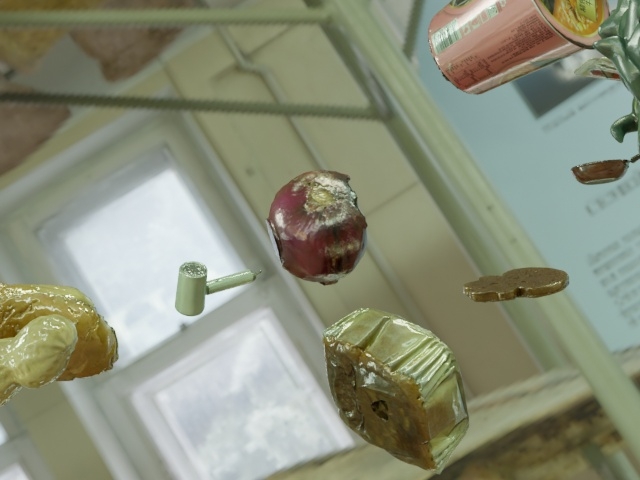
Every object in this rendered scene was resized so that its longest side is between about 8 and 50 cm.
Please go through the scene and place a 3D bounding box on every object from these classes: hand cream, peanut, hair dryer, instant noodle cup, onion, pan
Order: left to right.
[{"bbox_3d":[-0.387,0.158,1.667,0.187,0.082,0.082,-27,-7,17],"label":"peanut"},{"bbox_3d":[-0.124,0.051,1.643,0.124,0.038,0.063,-15,-50,-32],"label":"hair dryer"},{"bbox_3d":[-0.015,0.002,1.925,0.135,0.173,0.198,-9,-46,-19],"label":"onion"},{"bbox_3d":[0.324,-0.374,2.221,0.244,0.243,0.255,-22,-5,-46],"label":"instant noodle cup"},{"bbox_3d":[0.346,-0.084,1.515,0.115,0.023,0.068,-14,-10,35],"label":"pan"},{"bbox_3d":[0.521,-0.270,2.064,0.234,0.050,0.080,1,-13,-13],"label":"hand cream"}]

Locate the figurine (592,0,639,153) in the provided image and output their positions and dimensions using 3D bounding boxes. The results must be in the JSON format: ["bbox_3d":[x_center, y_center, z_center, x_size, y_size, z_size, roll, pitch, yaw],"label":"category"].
[{"bbox_3d":[0.399,-0.168,1.012,0.382,0.261,0.186,-21,-7,-7],"label":"figurine"}]

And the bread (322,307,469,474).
[{"bbox_3d":[0.103,0.209,1.820,0.110,0.192,0.209,-41,-42,-30],"label":"bread"}]

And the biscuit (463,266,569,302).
[{"bbox_3d":[0.324,0.076,2.161,0.175,0.026,0.124,-9,14,-11],"label":"biscuit"}]

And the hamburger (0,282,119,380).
[{"bbox_3d":[-0.405,0.124,1.799,0.262,0.124,0.131,1,-44,-19],"label":"hamburger"}]
